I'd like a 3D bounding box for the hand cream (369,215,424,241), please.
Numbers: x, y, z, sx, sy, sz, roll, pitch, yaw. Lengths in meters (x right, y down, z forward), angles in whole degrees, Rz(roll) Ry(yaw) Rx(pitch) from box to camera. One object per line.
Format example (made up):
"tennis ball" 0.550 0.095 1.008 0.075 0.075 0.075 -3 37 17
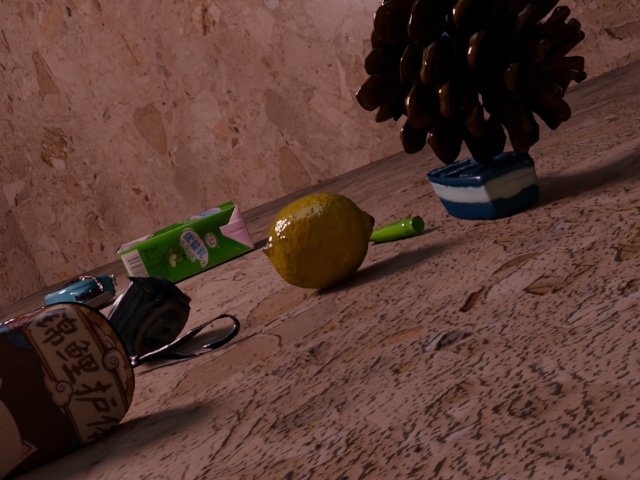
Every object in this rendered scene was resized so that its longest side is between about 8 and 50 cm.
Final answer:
"hand cream" 0.092 -0.012 1.204 0.036 0.023 0.122 -2 -7 -33

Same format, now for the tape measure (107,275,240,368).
"tape measure" -0.157 0.108 1.024 0.180 0.104 0.107 20 4 29

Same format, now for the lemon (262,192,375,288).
"lemon" 0.000 0.000 1.041 0.133 0.109 0.109 -17 6 1

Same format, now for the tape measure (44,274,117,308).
"tape measure" -0.524 0.123 1.959 0.146 0.080 0.125 -20 4 24

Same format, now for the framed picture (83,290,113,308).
"framed picture" -0.521 0.180 1.587 0.289 0.016 0.213 -27 3 32

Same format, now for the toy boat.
"toy boat" 0.197 -0.070 1.164 0.096 0.061 0.299 -23 7 -5

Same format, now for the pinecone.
"pinecone" 0.173 -0.201 1.026 0.264 0.264 0.264 -22 6 3

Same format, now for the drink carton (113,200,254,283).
"drink carton" -0.279 0.017 1.877 0.271 0.108 0.161 -22 9 -6

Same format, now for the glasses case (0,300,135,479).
"glasses case" -0.315 0.154 0.780 0.321 0.122 0.082 -22 5 2
